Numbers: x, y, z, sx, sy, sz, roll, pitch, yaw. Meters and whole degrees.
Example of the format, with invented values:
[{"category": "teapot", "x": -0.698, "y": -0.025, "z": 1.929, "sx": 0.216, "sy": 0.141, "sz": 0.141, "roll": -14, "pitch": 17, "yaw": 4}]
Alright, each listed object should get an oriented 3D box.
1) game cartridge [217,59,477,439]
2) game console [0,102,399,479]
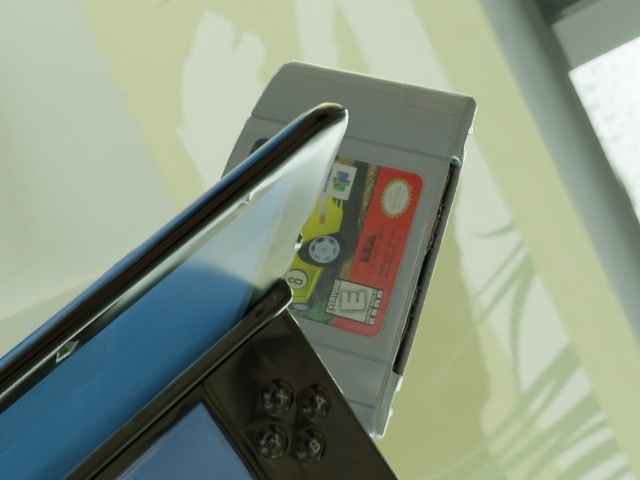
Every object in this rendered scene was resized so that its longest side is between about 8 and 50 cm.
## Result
[{"category": "game cartridge", "x": 0.000, "y": 0.000, "z": 1.277, "sx": 0.060, "sy": 0.196, "sz": 0.294, "roll": 31, "pitch": -107, "yaw": -66}, {"category": "game console", "x": -0.066, "y": 0.131, "z": 0.589, "sx": 0.293, "sy": 0.173, "sz": 0.250, "roll": -41, "pitch": -72, "yaw": -27}]
